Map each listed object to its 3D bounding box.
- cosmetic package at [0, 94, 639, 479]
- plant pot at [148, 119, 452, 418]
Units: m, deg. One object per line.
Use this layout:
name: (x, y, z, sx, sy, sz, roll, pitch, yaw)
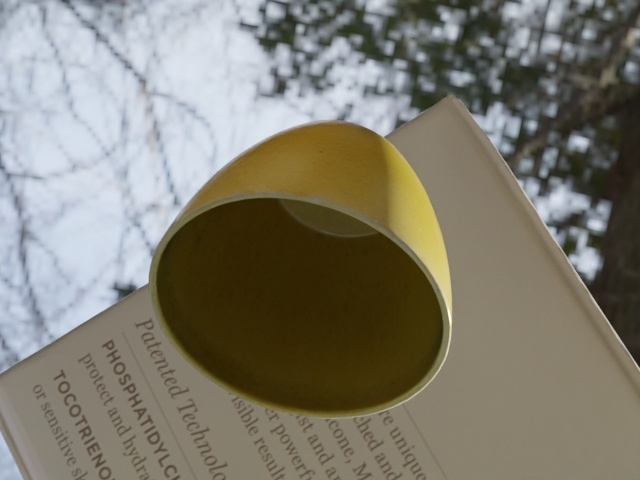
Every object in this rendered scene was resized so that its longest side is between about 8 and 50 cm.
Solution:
cosmetic package: (0.042, 0.179, 1.308, 0.327, 0.393, 0.329, 59, -178, 28)
plant pot: (0.000, 0.000, 0.807, 0.134, 0.134, 0.095, 12, -136, 5)
